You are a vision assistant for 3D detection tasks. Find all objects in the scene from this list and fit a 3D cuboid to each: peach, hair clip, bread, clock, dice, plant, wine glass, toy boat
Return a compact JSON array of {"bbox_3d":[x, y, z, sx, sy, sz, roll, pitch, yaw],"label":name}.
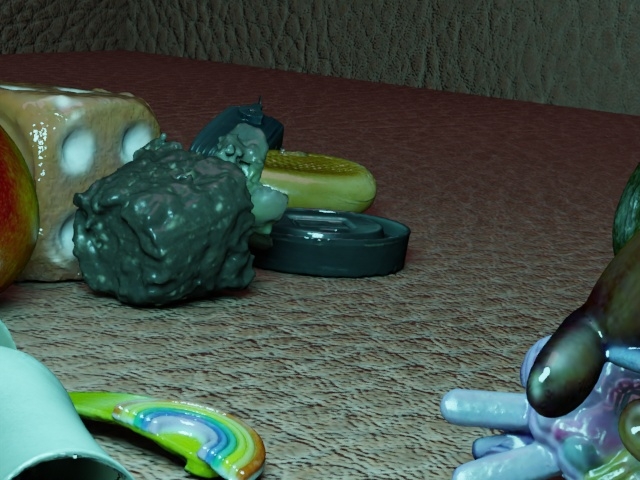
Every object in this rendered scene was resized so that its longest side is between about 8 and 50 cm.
[{"bbox_3d":[-0.315,-0.031,1.251,0.197,0.197,0.197,4,11,-1],"label":"peach"},{"bbox_3d":[-0.106,0.115,0.982,0.188,0.033,0.060,12,13,34],"label":"hair clip"},{"bbox_3d":[-0.028,-0.058,1.787,0.189,0.077,0.114,2,31,-13],"label":"bread"},{"bbox_3d":[0.000,0.000,1.585,0.184,0.040,0.184,4,10,-1],"label":"clock"},{"bbox_3d":[0.215,0.105,0.956,0.278,0.137,0.090,1,-24,-17],"label":"hair clip"},{"bbox_3d":[-0.258,-0.063,1.466,0.175,0.174,0.179,11,14,38],"label":"dice"},{"bbox_3d":[-0.117,-0.022,1.388,0.131,0.142,0.203,21,24,38],"label":"plant"},{"bbox_3d":[-0.172,0.110,0.812,0.103,0.103,0.231,-2,17,-28],"label":"wine glass"},{"bbox_3d":[-0.118,-0.096,1.946,0.093,0.103,0.246,20,27,8],"label":"toy boat"}]

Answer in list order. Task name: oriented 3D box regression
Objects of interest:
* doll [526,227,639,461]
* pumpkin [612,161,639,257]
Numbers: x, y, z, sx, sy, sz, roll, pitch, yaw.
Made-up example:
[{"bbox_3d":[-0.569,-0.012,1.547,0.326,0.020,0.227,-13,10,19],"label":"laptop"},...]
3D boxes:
[{"bbox_3d":[0.304,0.077,0.795,0.318,0.209,0.340,-31,42,-11],"label":"doll"},{"bbox_3d":[0.411,-0.004,1.365,0.320,0.192,0.320,6,12,-1],"label":"pumpkin"}]
